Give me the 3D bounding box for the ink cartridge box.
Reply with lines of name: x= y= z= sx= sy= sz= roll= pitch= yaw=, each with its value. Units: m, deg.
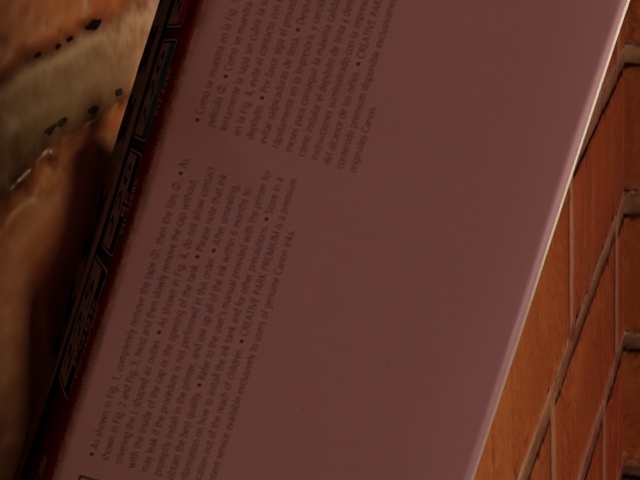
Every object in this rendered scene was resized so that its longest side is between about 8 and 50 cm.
ink cartridge box: x=-0.024 y=0.014 z=0.589 sx=0.272 sy=0.130 sz=0.309 roll=-153 pitch=-100 yaw=-79
